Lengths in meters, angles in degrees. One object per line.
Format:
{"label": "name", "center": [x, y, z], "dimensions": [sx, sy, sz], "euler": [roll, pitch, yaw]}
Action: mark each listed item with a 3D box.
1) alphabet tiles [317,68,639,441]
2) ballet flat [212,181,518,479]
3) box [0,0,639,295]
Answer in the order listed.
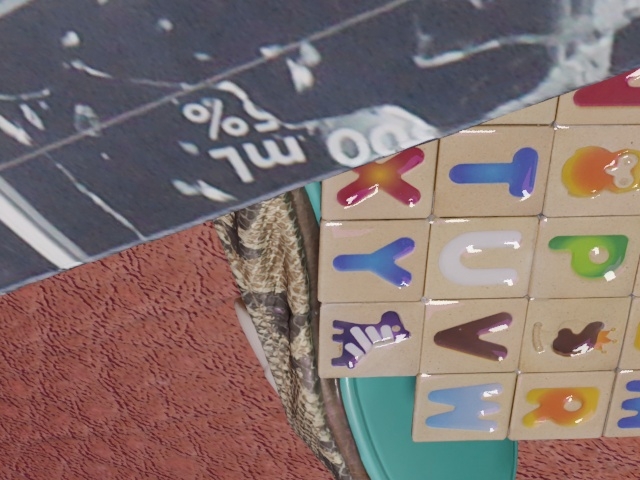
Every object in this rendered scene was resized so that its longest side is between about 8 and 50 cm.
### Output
{"label": "alphabet tiles", "center": [0.170, 0.007, 0.748], "dimensions": [0.343, 0.011, 0.285], "euler": [-1, 129, -4]}
{"label": "ballet flat", "center": [0.000, 0.000, 0.865], "dimensions": [0.182, 0.164, 0.482], "euler": [22, 146, 39]}
{"label": "box", "center": [-0.020, -0.288, 0.292], "dimensions": [0.480, 0.297, 0.472], "euler": [-19, 131, 30]}
